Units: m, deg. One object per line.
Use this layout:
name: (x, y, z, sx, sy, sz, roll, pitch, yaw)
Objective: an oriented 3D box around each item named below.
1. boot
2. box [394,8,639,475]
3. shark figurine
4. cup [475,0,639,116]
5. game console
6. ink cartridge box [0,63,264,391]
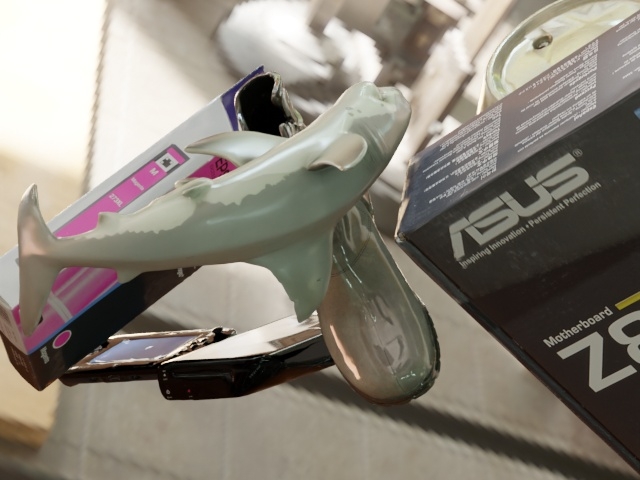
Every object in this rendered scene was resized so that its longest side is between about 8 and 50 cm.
boot: (0.000, 0.000, 1.316, 0.161, 0.083, 0.246, 48, 17, -54)
box: (0.293, -0.019, 1.002, 0.318, 0.395, 0.097, 44, 33, -22)
shark figurine: (-0.054, 0.003, 1.045, 0.278, 0.116, 0.166, -22, 21, -5)
cup: (0.262, -0.078, 1.505, 0.331, 0.331, 0.237, -84, 150, -51)
game console: (-0.128, 0.117, 1.761, 0.213, 0.361, 0.044, -18, 99, -52)
ink cartridge box: (-0.174, -0.013, 1.789, 0.371, 0.175, 0.069, -41, 65, -20)
